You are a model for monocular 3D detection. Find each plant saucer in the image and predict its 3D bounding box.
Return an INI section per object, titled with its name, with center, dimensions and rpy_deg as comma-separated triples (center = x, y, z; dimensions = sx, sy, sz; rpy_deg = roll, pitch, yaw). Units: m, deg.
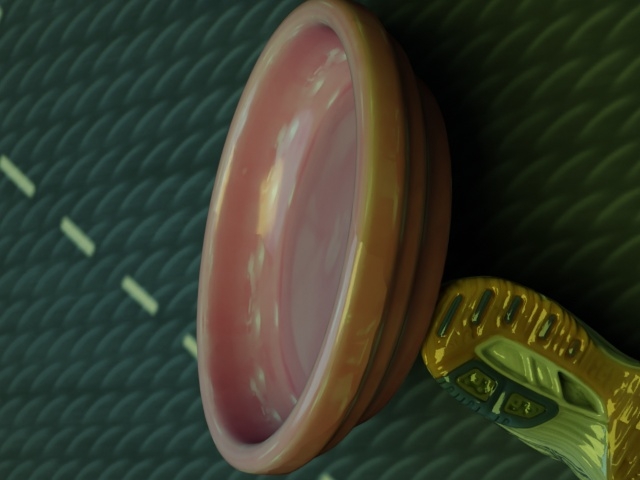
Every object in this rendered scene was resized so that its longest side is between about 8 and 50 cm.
[plant saucer]
center = 0.000, 0.000, 0.937
dimensions = 0.332, 0.084, 0.332
rpy_deg = -169, 90, -70

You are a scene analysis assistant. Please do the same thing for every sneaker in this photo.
[sneaker]
center = 0.196, 0.117, 0.911
dimensions = 0.296, 0.131, 0.112
rpy_deg = 38, 90, 0
